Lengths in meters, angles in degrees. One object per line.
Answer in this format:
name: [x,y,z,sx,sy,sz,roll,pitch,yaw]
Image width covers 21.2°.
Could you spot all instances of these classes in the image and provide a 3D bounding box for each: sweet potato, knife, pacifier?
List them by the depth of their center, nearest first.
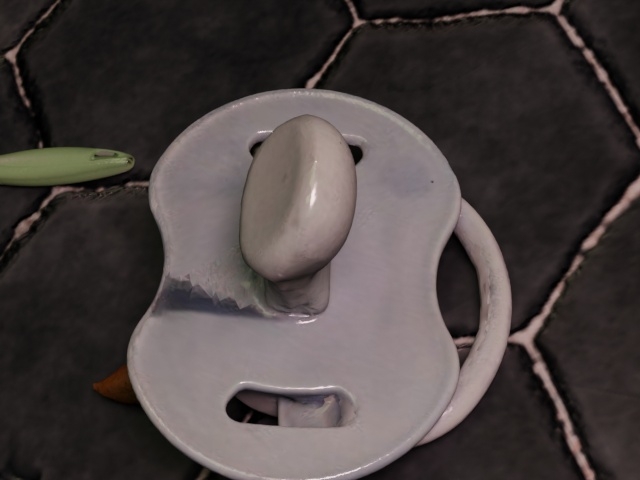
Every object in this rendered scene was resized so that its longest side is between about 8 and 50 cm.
pacifier: [0.000,0.000,1.000,0.227,0.207,0.279,1,58,4]
sweet potato: [-0.105,0.088,1.096,0.095,0.034,0.034,-17,53,27]
knife: [-0.264,-0.056,1.269,0.293,0.020,0.043,-2,61,24]
